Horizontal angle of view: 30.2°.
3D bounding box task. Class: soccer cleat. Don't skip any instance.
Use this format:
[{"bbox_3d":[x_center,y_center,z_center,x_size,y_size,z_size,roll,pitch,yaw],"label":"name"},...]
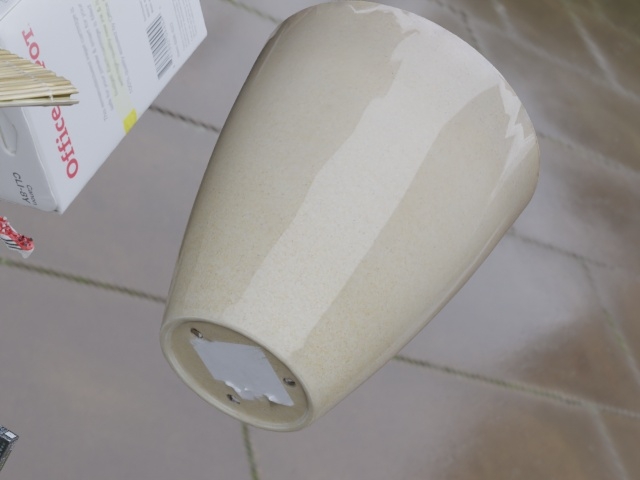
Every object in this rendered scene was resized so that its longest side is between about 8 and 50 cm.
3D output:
[{"bbox_3d":[-0.445,-0.006,1.696,0.083,0.036,0.029,34,43,7],"label":"soccer cleat"}]

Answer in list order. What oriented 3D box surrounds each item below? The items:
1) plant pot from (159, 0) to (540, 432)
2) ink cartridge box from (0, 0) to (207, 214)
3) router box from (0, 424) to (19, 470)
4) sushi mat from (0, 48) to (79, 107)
[{"bbox_3d":[0.000,0.000,0.910,0.256,0.256,0.274,38,55,-7],"label":"plant pot"},{"bbox_3d":[-0.319,-0.267,1.471,0.160,0.279,0.385,13,48,21],"label":"ink cartridge box"},{"bbox_3d":[-0.530,0.328,1.811,0.092,0.122,0.038,31,7,7],"label":"router box"},{"bbox_3d":[-0.328,-0.102,0.762,0.316,0.019,0.151,-11,26,-41],"label":"sushi mat"}]
